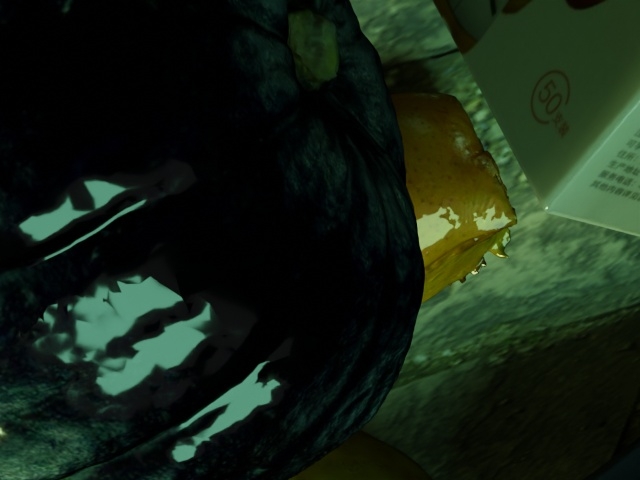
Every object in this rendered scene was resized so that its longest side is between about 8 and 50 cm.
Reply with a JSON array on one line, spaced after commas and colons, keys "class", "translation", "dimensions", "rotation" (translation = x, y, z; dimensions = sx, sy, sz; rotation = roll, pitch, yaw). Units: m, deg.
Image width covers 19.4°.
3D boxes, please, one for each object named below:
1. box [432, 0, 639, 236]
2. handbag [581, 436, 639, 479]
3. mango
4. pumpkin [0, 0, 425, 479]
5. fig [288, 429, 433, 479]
[{"class": "box", "translation": [0.223, -0.190, 0.974], "dimensions": [0.143, 0.225, 0.341], "rotation": [12, 129, -34]}, {"class": "handbag", "translation": [0.266, 0.216, 1.411], "dimensions": [0.329, 0.122, 0.303], "rotation": [-37, 158, -25]}, {"class": "mango", "translation": [0.000, 0.000, 1.156], "dimensions": [0.252, 0.126, 0.154], "rotation": [-29, 149, 18]}, {"class": "pumpkin", "translation": [-0.106, -0.038, 0.899], "dimensions": [0.266, 0.363, 0.363], "rotation": [-22, 139, 12]}, {"class": "fig", "translation": [-0.036, 0.301, 1.292], "dimensions": [0.343, 0.343, 0.343], "rotation": [-12, 137, -11]}]
